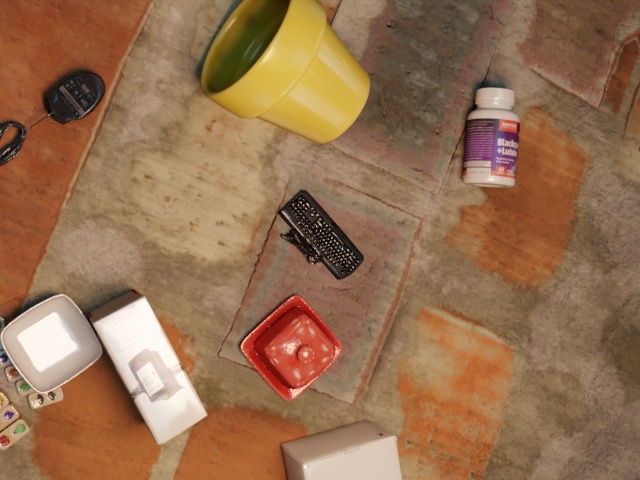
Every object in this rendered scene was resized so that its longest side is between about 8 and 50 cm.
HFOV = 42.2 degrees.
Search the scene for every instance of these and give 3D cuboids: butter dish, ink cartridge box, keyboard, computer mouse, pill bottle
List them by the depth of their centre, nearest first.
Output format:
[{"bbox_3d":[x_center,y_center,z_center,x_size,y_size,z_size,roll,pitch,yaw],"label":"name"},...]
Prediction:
[{"bbox_3d":[-0.305,0.216,1.452,0.100,0.172,0.237,-28,100,-16],"label":"ink cartridge box"},{"bbox_3d":[-0.481,-0.212,1.461,0.242,0.041,0.071,-37,93,-7],"label":"computer mouse"},{"bbox_3d":[-0.041,0.209,1.569,0.160,0.118,0.160,-42,103,-14],"label":"butter dish"},{"bbox_3d":[0.000,0.000,1.620,0.100,0.038,0.192,-45,103,-12],"label":"keyboard"},{"bbox_3d":[0.350,-0.208,1.693,0.108,0.108,0.193,4,90,-18],"label":"pill bottle"}]

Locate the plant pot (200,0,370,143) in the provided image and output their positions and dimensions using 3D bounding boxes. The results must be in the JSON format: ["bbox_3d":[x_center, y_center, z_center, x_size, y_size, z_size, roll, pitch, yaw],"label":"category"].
[{"bbox_3d":[-0.048,-0.303,1.501,0.239,0.254,0.254,33,81,-32],"label":"plant pot"}]

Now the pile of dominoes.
[{"bbox_3d":[-0.591,0.239,1.429,0.196,0.040,0.251,-37,102,-14],"label":"pile of dominoes"}]

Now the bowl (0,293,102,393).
[{"bbox_3d":[-0.473,0.179,1.452,0.142,0.053,0.142,-35,102,-24],"label":"bowl"}]

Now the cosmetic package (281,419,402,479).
[{"bbox_3d":[0.062,0.555,1.591,0.197,0.155,0.365,-10,94,-18],"label":"cosmetic package"}]
